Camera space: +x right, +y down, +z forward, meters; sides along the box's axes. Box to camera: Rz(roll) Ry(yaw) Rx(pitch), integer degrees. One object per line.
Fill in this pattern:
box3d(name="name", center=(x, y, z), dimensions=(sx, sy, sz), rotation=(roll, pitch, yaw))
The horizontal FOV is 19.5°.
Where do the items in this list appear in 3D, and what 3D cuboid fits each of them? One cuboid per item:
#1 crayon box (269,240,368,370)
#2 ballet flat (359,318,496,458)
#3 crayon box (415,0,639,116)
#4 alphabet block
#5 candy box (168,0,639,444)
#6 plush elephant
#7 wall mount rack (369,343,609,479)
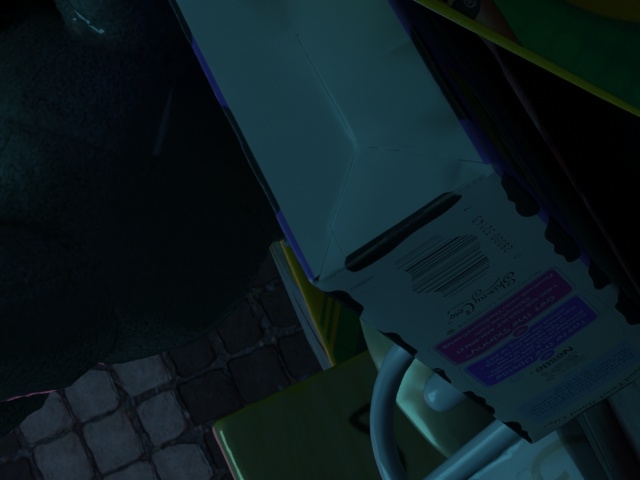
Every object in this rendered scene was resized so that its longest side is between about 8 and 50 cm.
box3d(name="crayon box", center=(0.000, 0.000, 1.617), dimensions=(0.203, 0.083, 0.323), rotation=(-121, 7, -58))
box3d(name="ballet flat", center=(0.057, 0.012, 1.038), dimensions=(0.086, 0.086, 0.248), rotation=(73, 173, -60))
box3d(name="crayon box", center=(-0.009, -0.120, 0.431), dimensions=(0.165, 0.081, 0.278), rotation=(26, -170, -17))
box3d(name="alphabet block", center=(0.049, 0.185, 1.324), dimensions=(0.197, 0.192, 0.193), rotation=(64, 174, 8))
box3d(name="candy box", center=(0.035, -0.032, 0.669), dimensions=(0.196, 0.070, 0.165), rotation=(38, -159, -56))
box3d(name="plush elephant", center=(-0.151, -0.058, 0.777), dimensions=(0.255, 0.272, 0.330), rotation=(14, 179, 35))
box3d(name="wall mount rack", center=(0.049, 0.214, 0.863), dimensions=(0.130, 0.304, 0.350), rotation=(5, -130, -47))
